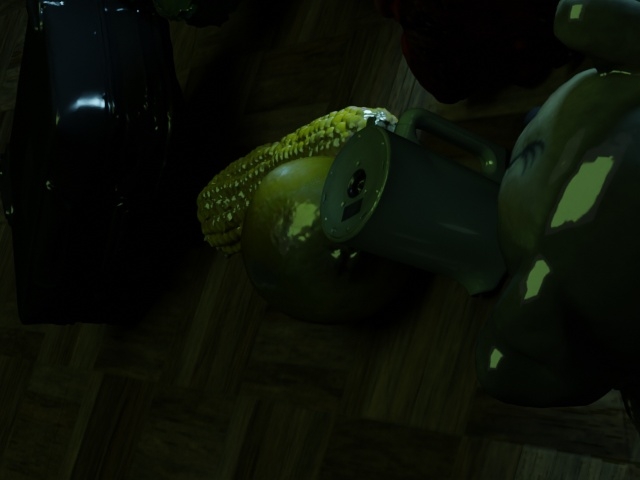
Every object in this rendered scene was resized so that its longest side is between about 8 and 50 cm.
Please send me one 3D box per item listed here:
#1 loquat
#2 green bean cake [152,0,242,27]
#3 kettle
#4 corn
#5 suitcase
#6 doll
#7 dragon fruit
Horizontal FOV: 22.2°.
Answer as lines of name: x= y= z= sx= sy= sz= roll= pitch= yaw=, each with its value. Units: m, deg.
loquat: x=0.000 y=0.000 z=1.446 sx=0.195 sy=0.152 sz=0.152 roll=15 pitch=83 yaw=66
green bean cake: x=-0.136 y=-0.399 z=1.861 sx=0.255 sy=0.132 sz=0.241 roll=-46 pitch=74 yaw=14
kettle: x=0.084 y=-0.032 z=1.323 sx=0.098 sy=0.148 sz=0.127 roll=-54 pitch=32 yaw=29
corn: x=-0.021 y=-0.061 z=1.585 sx=0.292 sy=0.101 sz=0.101 roll=-27 pitch=48 yaw=53
suitcase: x=-0.274 y=-0.098 z=1.897 sx=0.339 sy=0.188 sz=0.345 roll=-104 pitch=26 yaw=-46
doll: x=0.254 y=-0.027 z=0.920 sx=0.378 sy=0.252 sz=0.382 roll=35 pitch=108 yaw=62
dragon fruit: x=0.129 y=-0.316 z=1.367 sx=0.286 sy=0.228 sz=0.329 roll=-26 pitch=51 yaw=54
